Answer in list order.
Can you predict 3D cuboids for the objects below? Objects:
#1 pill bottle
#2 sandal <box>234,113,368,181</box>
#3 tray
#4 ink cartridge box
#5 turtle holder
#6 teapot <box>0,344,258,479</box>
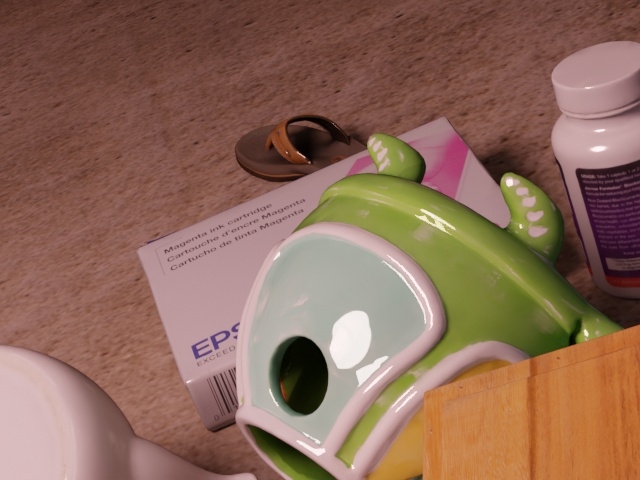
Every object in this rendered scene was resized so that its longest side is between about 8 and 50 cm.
[{"bbox_3d":[0.249,-0.059,1.299,0.108,0.193,0.108,-16,28,9],"label":"pill bottle"},{"bbox_3d":[-0.014,-0.100,1.705,0.090,0.060,0.219,-33,30,-23],"label":"sandal"},{"bbox_3d":[0.149,0.233,0.782,0.203,0.076,0.411,-21,46,27],"label":"tray"},{"bbox_3d":[0.000,0.000,1.474,0.324,0.071,0.330,-24,34,-4],"label":"ink cartridge box"},{"bbox_3d":[0.087,0.101,1.131,0.320,0.243,0.227,36,70,16],"label":"turtle holder"},{"bbox_3d":[-0.223,0.210,1.167,0.256,0.187,0.252,26,79,34],"label":"teapot"}]
